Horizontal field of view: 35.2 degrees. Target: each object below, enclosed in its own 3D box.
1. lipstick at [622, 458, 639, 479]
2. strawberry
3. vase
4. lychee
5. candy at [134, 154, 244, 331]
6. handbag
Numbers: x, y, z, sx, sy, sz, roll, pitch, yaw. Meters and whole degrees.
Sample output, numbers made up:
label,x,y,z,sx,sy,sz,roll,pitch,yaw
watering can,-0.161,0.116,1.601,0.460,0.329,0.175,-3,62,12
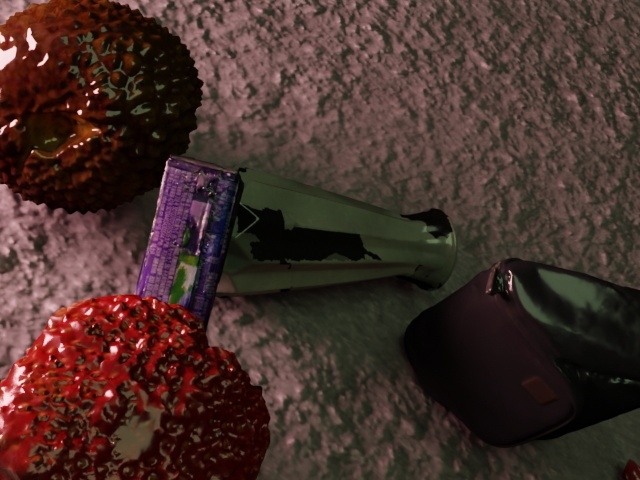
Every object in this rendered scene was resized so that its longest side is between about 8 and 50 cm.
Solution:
label,x,y,z,sx,sy,sz,roll,pitch,yaw
lipstick,0.452,0.387,1.367,0.063,0.057,0.186,-2,59,-29
strawberry,-0.179,0.180,0.965,0.261,0.257,0.261,1,80,-6
vase,0.000,0.000,1.290,0.360,0.165,0.165,5,61,-30
lychee,-0.270,-0.163,1.186,0.267,0.267,0.268,13,57,-21
candy,-0.162,0.064,1.119,0.088,0.061,0.312,15,90,-1
handbag,0.263,0.156,1.249,0.275,0.302,0.178,9,66,-21
